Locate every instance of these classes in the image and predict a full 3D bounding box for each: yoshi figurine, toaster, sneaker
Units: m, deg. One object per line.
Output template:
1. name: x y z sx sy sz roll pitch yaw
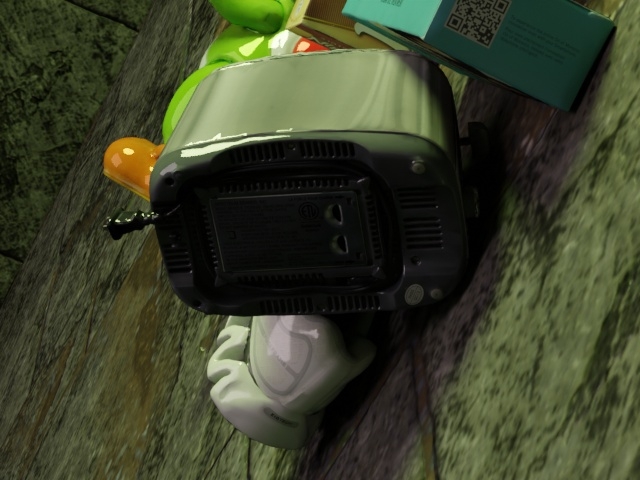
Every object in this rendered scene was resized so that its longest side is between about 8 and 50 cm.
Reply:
1. yoshi figurine: -0.056 -0.193 1.688 0.362 0.203 0.203 -62 7 4
2. toaster: -0.010 -0.038 1.221 0.146 0.227 0.129 -75 -22 -57
3. sneaker: 0.000 0.000 1.357 0.118 0.110 0.292 -43 34 42

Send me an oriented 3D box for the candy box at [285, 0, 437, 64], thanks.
1. candy box: 0.061 -0.220 1.447 0.187 0.109 0.053 -67 14 -6

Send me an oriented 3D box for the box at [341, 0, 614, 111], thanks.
1. box: 0.090 -0.138 1.216 0.060 0.100 0.244 -64 13 5
